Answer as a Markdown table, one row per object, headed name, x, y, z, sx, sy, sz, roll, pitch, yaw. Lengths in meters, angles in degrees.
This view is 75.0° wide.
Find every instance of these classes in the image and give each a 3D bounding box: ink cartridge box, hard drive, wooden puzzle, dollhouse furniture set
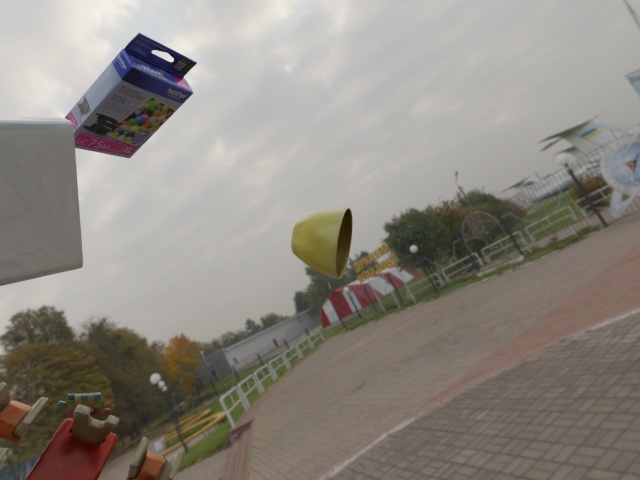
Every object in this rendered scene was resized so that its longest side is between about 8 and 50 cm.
| name | x | y | z | sx | sy | sz | roll | pitch | yaw |
| --- | --- | --- | --- | --- | --- | --- | --- | --- | --- |
| ink cartridge box | -0.433 | -0.317 | 0.965 | 0.311 | 0.065 | 0.186 | -38 | -13 | 20 |
| hard drive | -0.431 | -0.030 | 0.446 | 0.307 | 0.040 | 0.203 | -16 | -58 | -47 |
| wooden puzzle | -0.400 | 0.280 | 0.710 | 0.083 | 0.006 | 0.049 | 4 | -65 | -21 |
| dollhouse furniture set | -0.353 | 0.351 | 0.523 | 0.135 | 0.262 | 0.259 | -55 | 14 | 30 |

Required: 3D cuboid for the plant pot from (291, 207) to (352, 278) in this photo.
| name | x | y | z | sx | sy | sz | roll | pitch | yaw |
| --- | --- | --- | --- | --- | --- | --- | --- | --- | --- |
| plant pot | 0.000 | 0.000 | 0.787 | 0.095 | 0.134 | 0.134 | 7 | 0 | 14 |
